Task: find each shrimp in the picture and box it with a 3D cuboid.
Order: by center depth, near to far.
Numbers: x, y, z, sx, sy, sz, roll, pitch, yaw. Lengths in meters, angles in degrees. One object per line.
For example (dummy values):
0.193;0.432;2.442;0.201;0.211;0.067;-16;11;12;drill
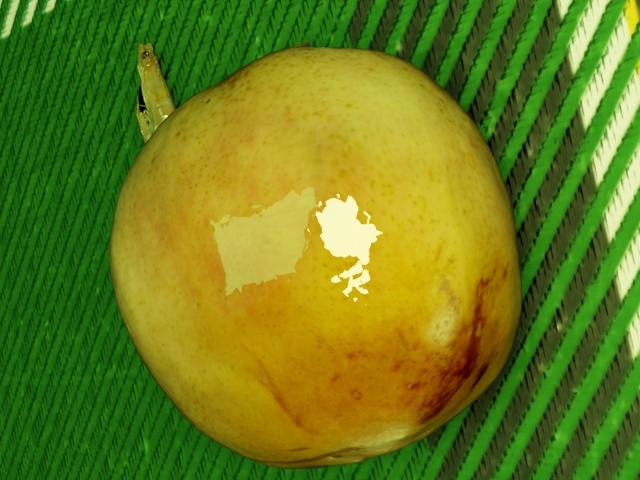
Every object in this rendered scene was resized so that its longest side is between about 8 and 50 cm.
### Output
-0.160;-0.130;1.443;0.059;0.023;0.108;-33;69;51;shrimp

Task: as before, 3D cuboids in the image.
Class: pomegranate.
0.000;0.000;1.105;0.319;0.319;0.319;4;95;45;pomegranate
